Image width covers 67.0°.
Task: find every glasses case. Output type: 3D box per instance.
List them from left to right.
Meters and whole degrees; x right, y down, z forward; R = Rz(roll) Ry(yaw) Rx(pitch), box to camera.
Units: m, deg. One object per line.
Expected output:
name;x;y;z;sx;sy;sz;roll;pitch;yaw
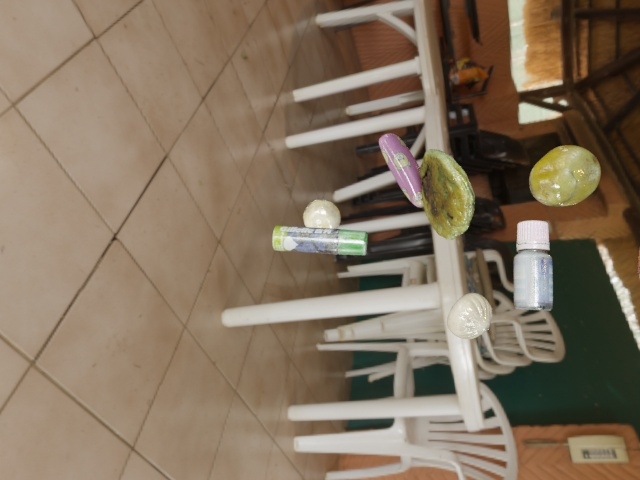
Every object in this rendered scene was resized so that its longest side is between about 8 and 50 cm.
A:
glasses case;0.326;-0.270;1.846;0.123;0.076;0.316;-19;78;-47

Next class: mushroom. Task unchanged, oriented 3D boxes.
mushroom;0.007;-0.094;1.990;0.122;0.154;0.154;-88;166;-76

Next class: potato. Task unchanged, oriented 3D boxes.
potato;0.628;-0.157;1.259;0.194;0.157;0.157;-35;120;-35

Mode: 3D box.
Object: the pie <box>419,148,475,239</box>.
pie;0.405;-0.159;1.607;0.323;0.071;0.322;161;-90;-79

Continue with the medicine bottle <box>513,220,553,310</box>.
medicine bottle;0.486;0.057;1.107;0.083;0.084;0.202;20;72;-71

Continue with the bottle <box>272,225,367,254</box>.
bottle;0.000;0.000;1.725;0.093;0.331;0.093;3;90;-82

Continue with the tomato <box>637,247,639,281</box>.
tomato;1.236;0.124;1.628;0.143;0.339;0.338;71;19;-52

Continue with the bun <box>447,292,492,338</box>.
bun;0.431;0.223;1.356;0.094;0.138;0.138;41;-25;54
